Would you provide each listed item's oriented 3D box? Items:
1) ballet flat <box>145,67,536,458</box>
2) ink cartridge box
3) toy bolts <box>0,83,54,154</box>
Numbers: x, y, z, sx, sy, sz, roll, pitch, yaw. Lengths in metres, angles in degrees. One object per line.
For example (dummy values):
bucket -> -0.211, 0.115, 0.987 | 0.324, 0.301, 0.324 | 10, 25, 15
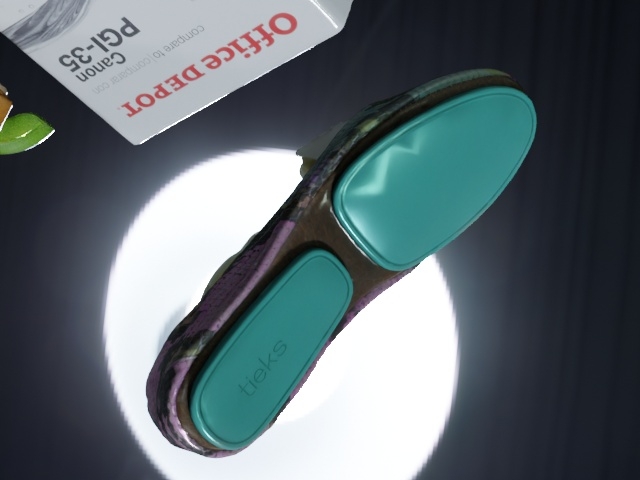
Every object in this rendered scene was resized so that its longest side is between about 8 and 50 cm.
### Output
ballet flat -> 0.000, 0.000, 0.628 | 0.077, 0.221, 0.079 | 51, 164, -32
ink cartridge box -> -0.135, -0.216, 0.895 | 0.207, 0.117, 0.283 | -24, 128, 36
toy bolts -> -0.324, -0.093, 0.957 | 0.228, 0.158, 0.218 | 42, 179, -7
